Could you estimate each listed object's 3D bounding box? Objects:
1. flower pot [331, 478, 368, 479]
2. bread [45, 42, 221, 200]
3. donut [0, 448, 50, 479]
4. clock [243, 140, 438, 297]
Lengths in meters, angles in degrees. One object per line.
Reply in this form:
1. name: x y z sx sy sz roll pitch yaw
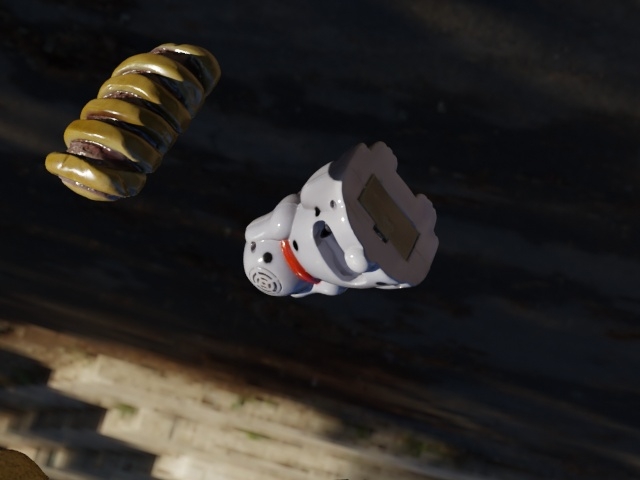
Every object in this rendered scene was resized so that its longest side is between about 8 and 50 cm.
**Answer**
1. flower pot: 0.055 0.351 1.678 0.158 0.106 0.157 7 157 3
2. bread: -0.220 -0.142 1.597 0.134 0.225 0.081 8 145 39
3. donut: -0.457 0.337 1.667 0.295 0.112 0.151 -26 165 -11
4. clock: 0.003 -0.002 1.775 0.189 0.188 0.254 27 149 -36
